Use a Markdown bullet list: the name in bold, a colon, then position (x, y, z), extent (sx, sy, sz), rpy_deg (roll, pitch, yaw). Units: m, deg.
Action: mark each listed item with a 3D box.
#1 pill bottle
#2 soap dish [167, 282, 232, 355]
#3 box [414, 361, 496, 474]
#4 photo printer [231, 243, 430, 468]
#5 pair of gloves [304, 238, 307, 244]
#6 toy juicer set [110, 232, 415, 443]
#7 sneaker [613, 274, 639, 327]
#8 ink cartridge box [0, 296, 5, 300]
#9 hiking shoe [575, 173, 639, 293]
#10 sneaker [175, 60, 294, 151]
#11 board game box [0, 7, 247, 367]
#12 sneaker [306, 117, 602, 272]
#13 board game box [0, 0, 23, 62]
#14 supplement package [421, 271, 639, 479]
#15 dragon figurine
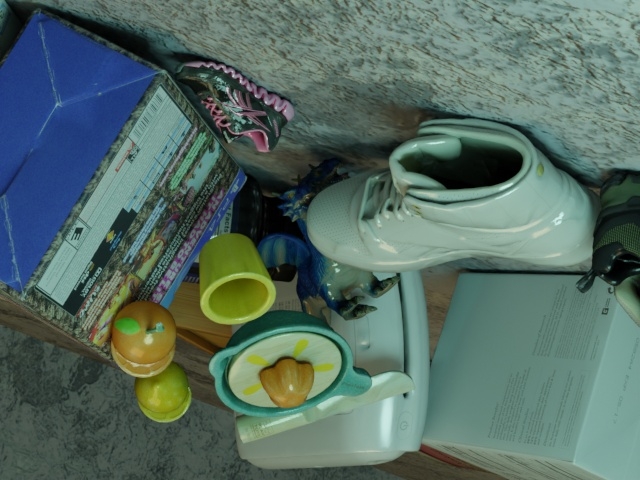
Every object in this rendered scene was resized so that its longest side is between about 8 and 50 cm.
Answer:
- **pill bottle**: position (-0.132, -0.015, 1.844), extent (0.219, 0.123, 0.123), rpy_deg (8, 170, -12)
- **soap dish**: position (-0.073, 0.102, 2.309), extent (0.290, 0.118, 0.229), rpy_deg (9, 164, 34)
- **box**: position (0.224, 0.262, 2.533), extent (0.148, 0.127, 0.232), rpy_deg (29, 164, -39)
- **photo printer**: position (0.013, 0.125, 1.948), extent (0.107, 0.256, 0.307), rpy_deg (3, 170, -31)
- **pair of gloves**: position (0.000, 0.000, 2.013), extent (0.074, 0.010, 0.083), rpy_deg (19, 166, -10)
- **toy juicer set**: position (-0.066, 0.138, 1.672), extent (0.209, 0.089, 0.329), rpy_deg (-31, 137, 16)
- **sneaker**: position (0.345, 0.054, 1.536), extent (0.111, 0.103, 0.252), rpy_deg (22, 166, -22)
- **ink cartridge box**: position (-0.387, 0.020, 2.373), extent (0.056, 0.135, 0.099), rpy_deg (22, 168, -16)
- **hiking shoe**: position (0.318, 0.018, 1.389), extent (0.226, 0.114, 0.086), rpy_deg (9, 164, 38)
- **sneaker**: position (-0.079, -0.116, 1.532), extent (0.119, 0.057, 0.047), rpy_deg (27, 167, -26)
- **board game box**: position (-0.217, -0.038, 1.610), extent (0.141, 0.232, 0.291), rpy_deg (28, 171, 19)
- **sneaker**: position (0.083, -0.048, 1.504), extent (0.292, 0.108, 0.169), rpy_deg (-2, 156, 34)
- **board game box**: position (-0.419, -0.169, 1.598), extent (0.275, 0.144, 0.142), rpy_deg (16, 167, 11)
- **supplement package**: position (0.272, 0.161, 1.867), extent (0.198, 0.199, 0.262), rpy_deg (26, 165, -32)
- **dragon figurine**: position (-0.007, 0.022, 1.767), extent (0.144, 0.085, 0.289), rpy_deg (56, 157, 11)
